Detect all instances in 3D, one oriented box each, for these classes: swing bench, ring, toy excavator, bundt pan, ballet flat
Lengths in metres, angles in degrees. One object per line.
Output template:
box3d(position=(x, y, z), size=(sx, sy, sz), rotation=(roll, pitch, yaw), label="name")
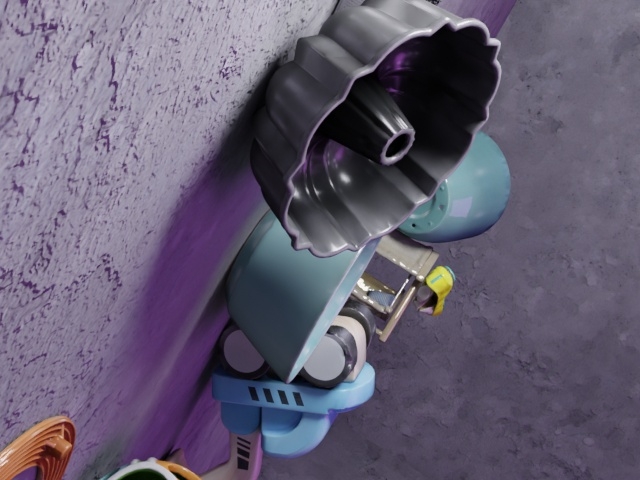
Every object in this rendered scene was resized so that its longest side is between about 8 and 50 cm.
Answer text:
box3d(position=(0.120, 0.071, 2.237), size=(0.255, 0.253, 0.165), rotation=(-59, 173, 4), label="swing bench")
box3d(position=(-0.357, 0.334, 0.955), size=(0.337, 0.032, 0.336), rotation=(-57, 174, -10), label="ring")
box3d(position=(-0.115, 0.341, 1.741), size=(0.222, 0.432, 0.445), rotation=(-36, 128, -73), label="toy excavator")
box3d(position=(0.051, -0.144, 1.064), size=(0.330, 0.124, 0.331), rotation=(-32, 150, -21), label="bundt pan")
box3d(position=(0.259, 0.131, 2.180), size=(0.077, 0.077, 0.231), rotation=(-33, 161, -19), label="ballet flat")

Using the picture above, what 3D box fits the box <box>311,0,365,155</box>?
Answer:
box3d(position=(0.044, -0.236, 1.215), size=(0.322, 0.058, 0.232), rotation=(-61, 173, 30), label="box")

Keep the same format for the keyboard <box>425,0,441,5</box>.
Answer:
box3d(position=(0.179, -0.371, 1.641), size=(0.192, 0.038, 0.100), rotation=(-57, 173, -7), label="keyboard")

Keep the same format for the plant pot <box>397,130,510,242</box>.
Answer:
box3d(position=(0.278, -0.124, 2.206), size=(0.235, 0.293, 0.293), rotation=(-20, 144, -55), label="plant pot")

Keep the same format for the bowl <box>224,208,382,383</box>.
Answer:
box3d(position=(-0.036, 0.050, 1.434), size=(0.312, 0.163, 0.311), rotation=(-56, 173, -11), label="bowl")

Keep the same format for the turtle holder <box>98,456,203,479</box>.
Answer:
box3d(position=(-0.284, 0.442, 1.295), size=(0.320, 0.243, 0.227), rotation=(-15, 138, -16), label="turtle holder")
